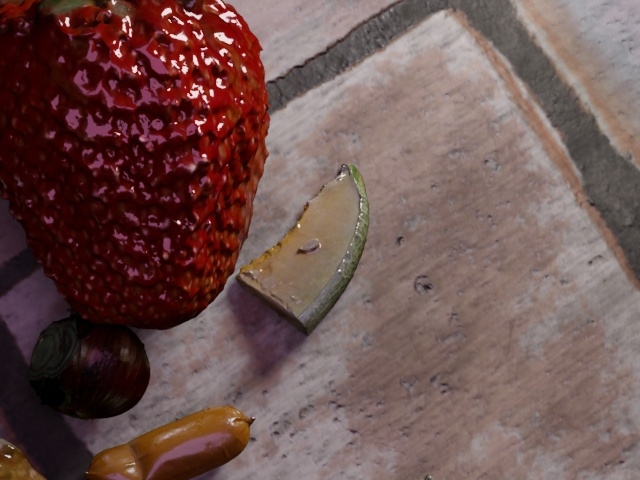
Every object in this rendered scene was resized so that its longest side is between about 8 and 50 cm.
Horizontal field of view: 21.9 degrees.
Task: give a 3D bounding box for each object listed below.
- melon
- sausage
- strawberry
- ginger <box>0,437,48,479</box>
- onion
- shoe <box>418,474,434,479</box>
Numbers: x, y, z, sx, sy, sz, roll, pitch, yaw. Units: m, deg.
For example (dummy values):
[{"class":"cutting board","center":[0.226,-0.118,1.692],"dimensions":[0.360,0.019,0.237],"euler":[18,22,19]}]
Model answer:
[{"class":"melon","center":[0.005,0.006,1.762],"dimensions":[0.098,0.054,0.182],"euler":[40,74,10]},{"class":"sausage","center":[-0.150,0.217,1.684],"dimensions":[0.183,0.054,0.062],"euler":[-22,56,-14]},{"class":"strawberry","center":[-0.170,-0.089,1.614],"dimensions":[0.312,0.267,0.351],"euler":[-12,91,-37]},{"class":"ginger","center":[-0.443,0.229,1.548],"dimensions":[0.418,0.176,0.254],"euler":[0,89,-8]},{"class":"onion","center":[-0.223,0.126,1.648],"dimensions":[0.118,0.117,0.118],"euler":[0,91,-35]},{"class":"shoe","center":[0.123,0.346,1.691],"dimensions":[0.342,0.132,0.210],"euler":[3,84,-10]}]
